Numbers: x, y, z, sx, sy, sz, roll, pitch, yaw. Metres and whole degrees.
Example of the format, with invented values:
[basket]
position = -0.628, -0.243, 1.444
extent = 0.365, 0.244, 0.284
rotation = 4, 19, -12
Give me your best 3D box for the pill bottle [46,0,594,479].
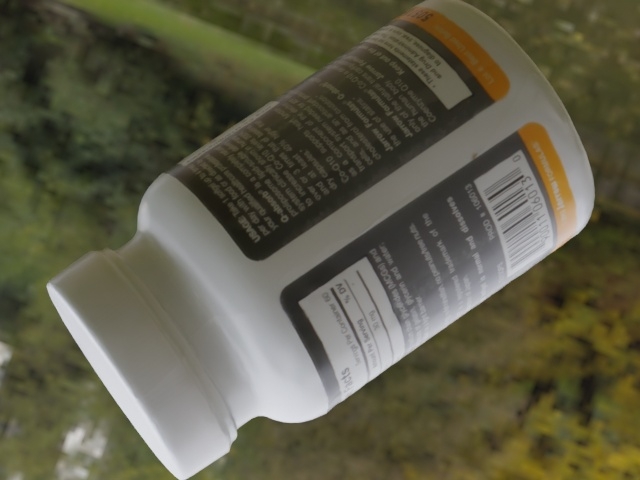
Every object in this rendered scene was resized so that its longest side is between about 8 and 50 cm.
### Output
[pill bottle]
position = 0.000, 0.000, 1.072
extent = 0.162, 0.278, 0.162
rotation = 53, 168, 16
